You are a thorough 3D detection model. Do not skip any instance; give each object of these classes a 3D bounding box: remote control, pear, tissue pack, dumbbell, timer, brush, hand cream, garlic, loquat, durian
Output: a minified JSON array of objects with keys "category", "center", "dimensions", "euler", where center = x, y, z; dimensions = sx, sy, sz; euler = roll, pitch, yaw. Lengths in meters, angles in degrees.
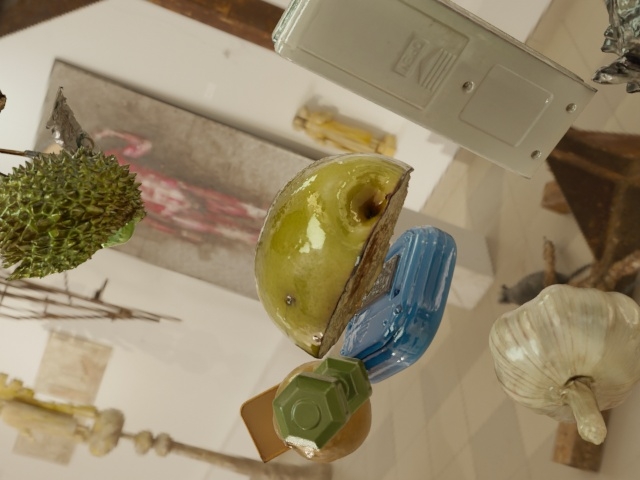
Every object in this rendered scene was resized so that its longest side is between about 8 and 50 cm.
[{"category":"remote control","center":[0.103,-0.155,0.706],"dimensions":[0.103,0.277,0.055],"euler":[-57,26,25]},{"category":"pear","center":[0.000,0.000,1.290],"dimensions":[0.340,0.191,0.386],"euler":[-60,-11,-29]},{"category":"tissue pack","center":[-0.072,0.402,1.890],"dimensions":[0.145,0.194,0.274],"euler":[63,174,7]},{"category":"dumbbell","center":[0.010,0.264,1.361],"dimensions":[0.302,0.108,0.121],"euler":[1,-109,-78]},{"category":"timer","center":[0.157,0.134,1.707],"dimensions":[0.340,0.115,0.309],"euler":[-46,21,59]},{"category":"brush","center":[-0.493,-0.141,1.315],"dimensions":[0.043,0.170,0.014],"euler":[44,-125,-77]},{"category":"hand cream","center":[-0.486,-0.208,1.588],"dimensions":[0.257,0.050,0.084],"euler":[75,-148,-72]},{"category":"garlic","center":[0.317,0.167,0.967],"dimensions":[0.226,0.199,0.199],"euler":[-89,22,-61]},{"category":"loquat","center":[0.006,0.345,1.636],"dimensions":[0.208,0.208,0.208],"euler":[-161,90,-76]},{"category":"durian","center":[-0.380,-0.045,1.194],"dimensions":[0.237,0.176,0.200],"euler":[-38,6,-41]}]

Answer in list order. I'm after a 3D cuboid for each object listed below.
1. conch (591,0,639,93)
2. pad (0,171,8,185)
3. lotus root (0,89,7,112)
[{"category":"conch","center":[0.403,-0.245,0.767],"dimensions":[0.313,0.186,0.241],"euler":[-47,54,-2]},{"category":"pad","center":[-0.637,-0.125,1.362],"dimensions":[0.284,0.287,0.018],"euler":[4,72,45]},{"category":"lotus root","center":[-0.765,-0.257,1.681],"dimensions":[0.303,0.131,0.146],"euler":[-9,99,45]}]
